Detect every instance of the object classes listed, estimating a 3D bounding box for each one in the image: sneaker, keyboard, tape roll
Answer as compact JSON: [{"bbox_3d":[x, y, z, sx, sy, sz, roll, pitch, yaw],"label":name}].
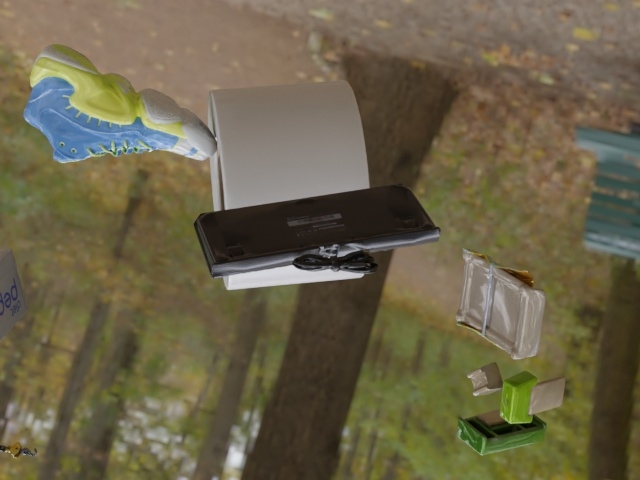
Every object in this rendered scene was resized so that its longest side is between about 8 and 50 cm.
[{"bbox_3d":[-0.248,-0.133,1.625,0.240,0.126,0.091,30,-168,-1],"label":"sneaker"},{"bbox_3d":[0.000,0.000,1.041,0.180,0.023,0.108,-10,-147,-13],"label":"keyboard"},{"bbox_3d":[-0.042,-0.068,1.634,0.169,0.246,0.246,-6,177,-7],"label":"tape roll"}]

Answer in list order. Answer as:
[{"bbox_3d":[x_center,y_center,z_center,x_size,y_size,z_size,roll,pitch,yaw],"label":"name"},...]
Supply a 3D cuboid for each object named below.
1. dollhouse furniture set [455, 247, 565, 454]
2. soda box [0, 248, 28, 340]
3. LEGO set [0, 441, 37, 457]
[{"bbox_3d":[0.140,0.079,0.969,0.059,0.151,0.076,-10,-154,-30],"label":"dollhouse furniture set"},{"bbox_3d":[-0.476,0.108,1.725,0.091,0.098,0.286,-6,-160,13],"label":"soda box"},{"bbox_3d":[-0.287,0.251,1.012,0.331,0.255,0.192,26,147,27],"label":"LEGO set"}]
